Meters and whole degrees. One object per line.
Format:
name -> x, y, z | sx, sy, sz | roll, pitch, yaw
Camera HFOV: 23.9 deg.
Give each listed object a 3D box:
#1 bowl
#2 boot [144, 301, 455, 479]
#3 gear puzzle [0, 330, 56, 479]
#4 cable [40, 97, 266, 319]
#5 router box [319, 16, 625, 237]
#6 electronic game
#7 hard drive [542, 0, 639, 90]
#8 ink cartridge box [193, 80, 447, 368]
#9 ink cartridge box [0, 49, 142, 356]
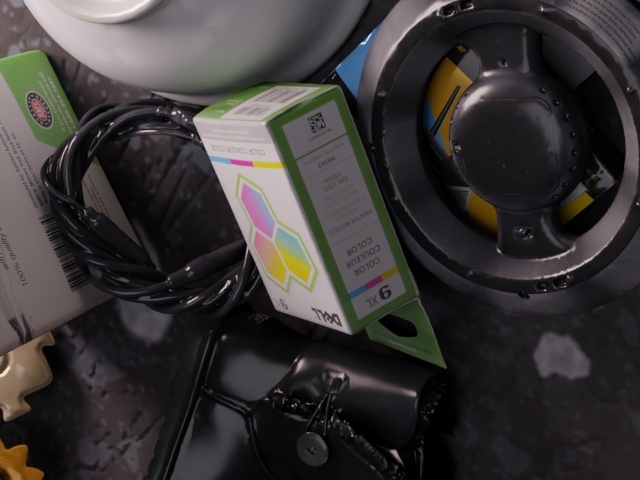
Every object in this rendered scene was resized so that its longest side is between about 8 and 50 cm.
bowl -> -0.114, -0.223, 1.011 | 0.298, 0.134, 0.297 | 9, 110, 25
boot -> -0.017, 0.178, 1.103 | 0.207, 0.094, 0.246 | 21, 108, 25
gear puzzle -> -0.310, 0.081, 1.226 | 0.175, 0.044, 0.339 | -25, 92, -6
cable -> -0.112, -0.024, 1.086 | 0.185, 0.047, 0.150 | 12, 92, 4
router box -> 0.095, -0.071, 0.998 | 0.179, 0.046, 0.133 | 50, 120, 5
electronic game -> 0.123, -0.062, 0.931 | 0.229, 0.048, 0.229 | 13, 115, 30
hard drive -> 0.150, -0.176, 0.952 | 0.135, 0.022, 0.094 | 50, 121, 6
ink cartridge box -> 0.000, 0.000, 1.010 | 0.109, 0.062, 0.209 | 13, 129, 61
ink cartridge box -> -0.271, -0.007, 1.075 | 0.115, 0.273, 0.198 | -24, 93, 31
